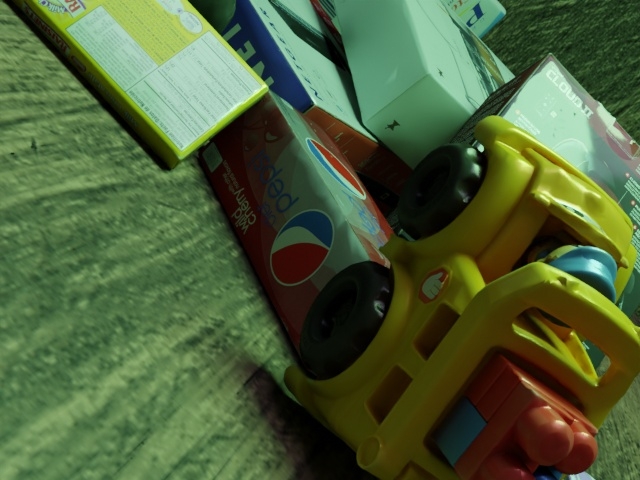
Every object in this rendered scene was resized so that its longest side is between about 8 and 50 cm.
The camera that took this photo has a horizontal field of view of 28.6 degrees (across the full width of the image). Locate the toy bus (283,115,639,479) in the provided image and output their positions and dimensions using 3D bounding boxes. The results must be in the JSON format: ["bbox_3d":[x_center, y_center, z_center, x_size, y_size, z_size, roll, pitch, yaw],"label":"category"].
[{"bbox_3d":[0.106,0.060,0.706,0.149,0.220,0.211,35,4,-21],"label":"toy bus"}]

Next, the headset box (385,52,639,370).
[{"bbox_3d":[0.201,-0.013,1.167,0.218,0.293,0.110,45,-29,-8],"label":"headset box"}]

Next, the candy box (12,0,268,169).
[{"bbox_3d":[-0.144,-0.159,0.947,0.206,0.105,0.027,47,-31,0],"label":"candy box"}]

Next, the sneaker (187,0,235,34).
[{"bbox_3d":[-0.203,-0.271,1.107,0.286,0.109,0.130,36,20,-5],"label":"sneaker"}]

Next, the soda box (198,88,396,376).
[{"bbox_3d":[0.000,0.000,0.938,0.092,0.083,0.263,34,18,-41],"label":"soda box"}]

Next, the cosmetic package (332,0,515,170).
[{"bbox_3d":[0.178,-0.128,1.421,0.377,0.097,0.284,39,27,-33],"label":"cosmetic package"}]

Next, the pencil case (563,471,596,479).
[{"bbox_3d":[0.197,0.225,0.896,0.206,0.086,0.088,35,51,-34],"label":"pencil case"}]

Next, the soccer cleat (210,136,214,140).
[{"bbox_3d":[-0.122,-0.125,1.004,0.179,0.060,0.072,36,25,-15],"label":"soccer cleat"}]

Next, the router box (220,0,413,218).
[{"bbox_3d":[-0.043,-0.199,1.337,0.335,0.082,0.301,59,17,24],"label":"router box"}]

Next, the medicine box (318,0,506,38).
[{"bbox_3d":[0.081,-0.314,1.739,0.149,0.263,0.289,53,15,23],"label":"medicine box"}]
